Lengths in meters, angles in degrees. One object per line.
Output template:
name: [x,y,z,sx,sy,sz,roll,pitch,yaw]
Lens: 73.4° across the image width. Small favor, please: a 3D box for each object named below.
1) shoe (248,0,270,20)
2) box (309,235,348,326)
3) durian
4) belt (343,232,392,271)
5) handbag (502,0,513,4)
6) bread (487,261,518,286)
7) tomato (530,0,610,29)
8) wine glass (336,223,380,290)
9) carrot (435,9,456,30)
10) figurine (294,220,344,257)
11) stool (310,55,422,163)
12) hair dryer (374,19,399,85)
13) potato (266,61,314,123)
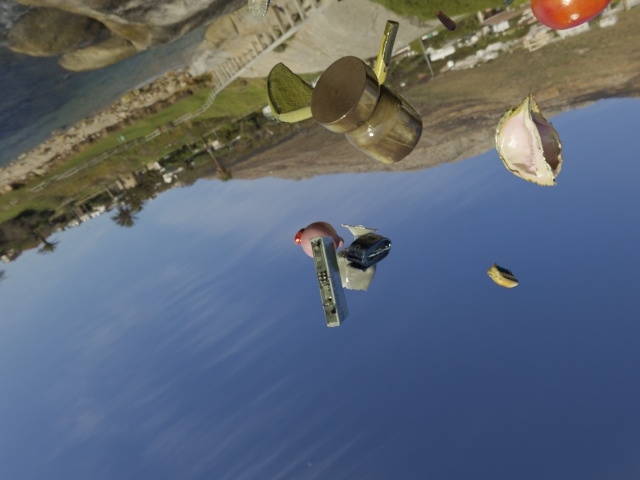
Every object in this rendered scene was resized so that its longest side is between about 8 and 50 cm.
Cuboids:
shoe: [-0.175,-0.805,1.396,0.071,0.169,0.099,27,-148,10]
box: [0.029,0.120,1.337,0.045,0.270,0.211,-12,179,12]
durian: [0.688,-0.329,1.457,0.185,0.305,0.196,-31,-171,-34]
belt: [0.199,0.037,1.853,0.128,0.122,0.218,19,-150,40]
handbag: [0.556,-0.745,1.079,0.270,0.089,0.175,117,-2,-74]
bread: [0.619,0.124,1.459,0.053,0.106,0.072,-54,-143,29]
tomato: [0.790,-0.768,1.343,0.260,0.180,0.260,-19,-177,1]
wine glass: [0.178,0.084,2.166,0.238,0.322,0.238,11,-178,0]
carrot: [0.418,-0.732,1.430,0.032,0.093,0.032,-29,-129,44]
figurine: [0.000,0.000,1.881,0.173,0.173,0.173,-24,-157,11]
stool: [0.125,-0.329,1.122,0.179,0.264,0.179,-16,-115,38]
hair dryer: [0.190,-0.561,1.388,0.090,0.278,0.135,-9,-142,-31]
potato: [-0.135,-0.670,1.937,0.269,0.255,0.112,-22,168,-22]
